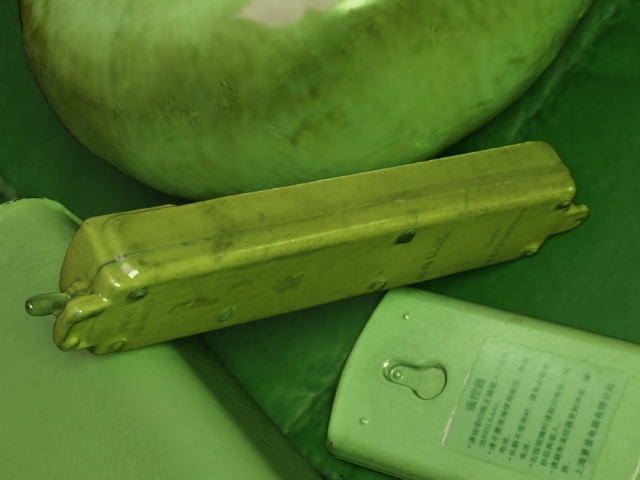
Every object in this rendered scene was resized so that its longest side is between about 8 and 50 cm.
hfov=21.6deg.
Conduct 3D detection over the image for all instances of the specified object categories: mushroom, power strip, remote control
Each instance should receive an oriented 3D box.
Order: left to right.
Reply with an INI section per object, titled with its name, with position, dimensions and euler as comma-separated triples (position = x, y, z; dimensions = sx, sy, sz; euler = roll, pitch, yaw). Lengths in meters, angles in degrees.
[mushroom]
position = -0.009, -0.184, 0.875
dimensions = 0.352, 0.260, 0.352
euler = -11, 60, 20
[power strip]
position = 0.000, 0.000, 0.797
dimensions = 0.305, 0.064, 0.044
euler = -12, 60, -30
[remote control]
position = 0.114, 0.089, 0.810
dimensions = 0.233, 0.038, 0.098
euler = 14, 72, 33

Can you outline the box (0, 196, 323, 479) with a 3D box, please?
[box]
position = -0.145, 0.208, 0.805
dimensions = 0.352, 0.177, 0.344
euler = -44, 53, 3
